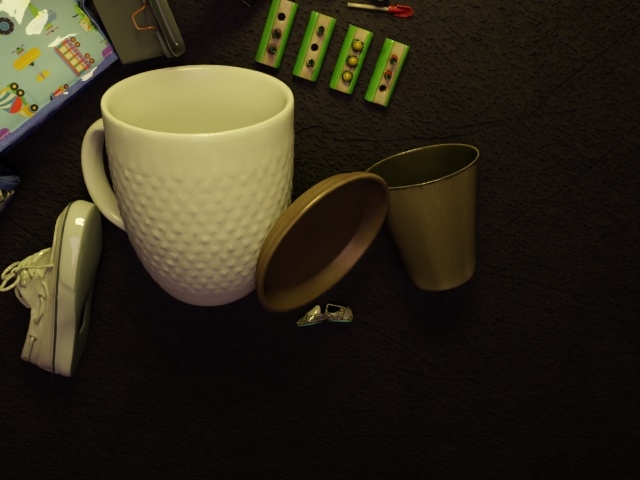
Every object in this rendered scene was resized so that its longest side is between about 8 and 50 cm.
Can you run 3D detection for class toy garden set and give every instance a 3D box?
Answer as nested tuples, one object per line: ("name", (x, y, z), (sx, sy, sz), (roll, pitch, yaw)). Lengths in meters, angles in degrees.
("toy garden set", (0.039, -0.352, 1.036), (0.244, 0.049, 0.204), (15, 110, -14))

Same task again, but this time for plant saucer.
("plant saucer", (0.000, 0.000, 1.010), (0.278, 0.041, 0.278), (-36, 152, -23))

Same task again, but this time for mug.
("mug", (-0.225, -0.085, 1.015), (0.374, 0.276, 0.328), (15, 126, 18))

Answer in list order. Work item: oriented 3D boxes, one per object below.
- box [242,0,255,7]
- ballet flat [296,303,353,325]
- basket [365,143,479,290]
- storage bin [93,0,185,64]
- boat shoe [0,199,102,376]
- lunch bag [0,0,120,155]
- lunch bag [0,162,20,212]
("box", (-0.088, -0.476, 0.823), (0.257, 0.322, 0.079), (-45, 81, 12))
("ballet flat", (0.007, 0.146, 1.252), (0.114, 0.041, 0.041), (-5, 113, -7))
("basket", (0.202, -0.036, 1.142), (0.204, 0.154, 0.227), (-14, 118, 8))
("storage bin", (-0.284, -0.337, 0.977), (0.091, 0.098, 0.135), (-17, 114, 11))
("boat shoe", (-0.481, 0.078, 1.099), (0.156, 0.136, 0.367), (15, 125, -7))
("lunch bag", (-0.468, -0.295, 0.956), (0.293, 0.138, 0.221), (-39, 110, -1))
("lunch bag", (-0.685, -0.042, 0.916), (0.328, 0.239, 0.385), (-51, 147, 2))
